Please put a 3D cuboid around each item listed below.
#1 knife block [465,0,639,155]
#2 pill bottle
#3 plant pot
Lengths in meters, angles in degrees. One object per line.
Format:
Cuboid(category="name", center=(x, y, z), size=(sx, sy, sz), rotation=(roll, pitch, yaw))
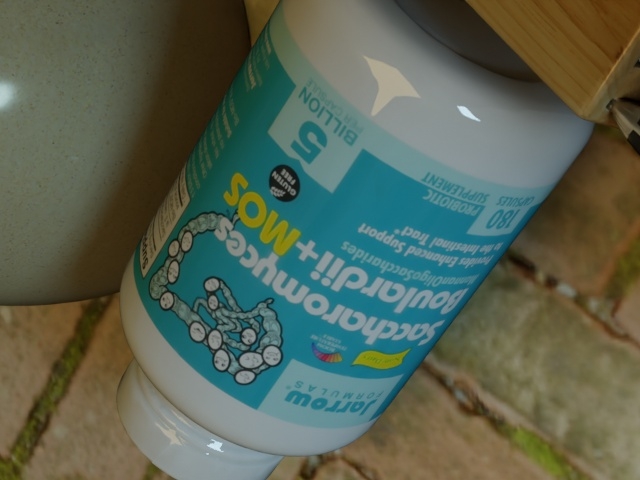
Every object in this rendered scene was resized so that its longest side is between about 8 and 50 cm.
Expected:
Cuboid(category="knife block", center=(0.117, -0.084, 0.545), size=(0.276, 0.088, 0.242), rotation=(-10, 74, 50))
Cuboid(category="pill bottle", center=(0.000, 0.000, 0.690), size=(0.146, 0.146, 0.264), rotation=(43, 122, 17))
Cuboid(category="plant pot", center=(-0.205, -0.086, 0.777), size=(0.284, 0.191, 0.284), rotation=(9, 107, 31))
